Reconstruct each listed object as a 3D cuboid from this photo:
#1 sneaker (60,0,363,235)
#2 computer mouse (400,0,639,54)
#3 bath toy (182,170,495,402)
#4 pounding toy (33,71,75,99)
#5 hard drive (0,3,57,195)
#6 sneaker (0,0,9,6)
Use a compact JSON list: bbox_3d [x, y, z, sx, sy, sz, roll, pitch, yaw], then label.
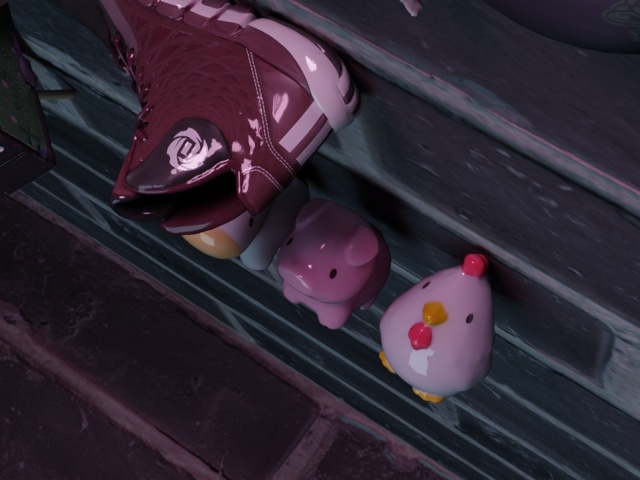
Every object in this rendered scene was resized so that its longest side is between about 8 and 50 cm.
[{"bbox_3d":[-0.120,-0.100,0.971,0.281,0.162,0.106,27,166,35],"label":"sneaker"},{"bbox_3d":[0.065,-0.128,0.546,0.272,0.072,0.188,25,164,43],"label":"computer mouse"},{"bbox_3d":[0.000,0.000,1.170,0.348,0.151,0.129,33,126,17],"label":"bath toy"},{"bbox_3d":[-0.365,-0.175,1.520,0.100,0.130,0.141,44,173,24],"label":"pounding toy"},{"bbox_3d":[-0.355,-0.195,1.109,0.339,0.064,0.237,33,-148,-58],"label":"hard drive"},{"bbox_3d":[-0.321,-0.282,1.037,0.152,0.114,0.305,58,-173,32],"label":"sneaker"}]
